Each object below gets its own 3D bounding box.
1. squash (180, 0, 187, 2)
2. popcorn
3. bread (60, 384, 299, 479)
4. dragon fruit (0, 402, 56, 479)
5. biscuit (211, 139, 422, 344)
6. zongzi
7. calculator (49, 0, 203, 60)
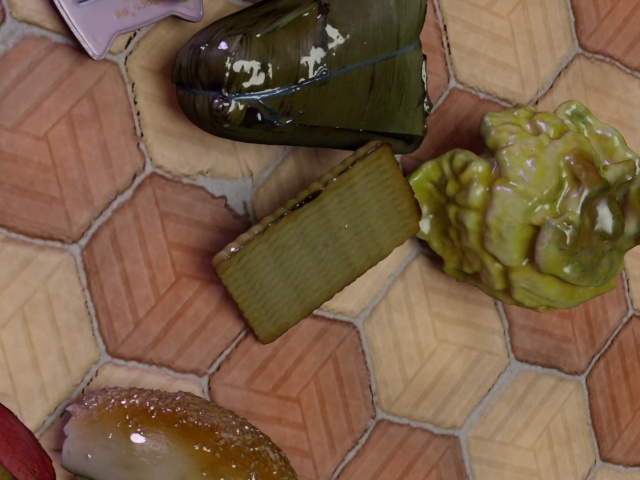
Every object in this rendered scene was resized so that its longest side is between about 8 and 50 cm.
[{"bbox_3d":[-0.159,-0.421,1.632,0.189,0.189,0.260,20,105,-33],"label":"squash"},{"bbox_3d":[0.275,-0.050,1.846,0.293,0.237,0.293,-5,99,-35],"label":"popcorn"},{"bbox_3d":[-0.128,0.269,1.622,0.314,0.192,0.171,37,74,-29],"label":"bread"},{"bbox_3d":[-0.402,0.267,1.394,0.296,0.295,0.302,-53,137,-19],"label":"dragon fruit"},{"bbox_3d":[0.000,0.000,1.721,0.254,0.029,0.172,-36,137,-7],"label":"biscuit"},{"bbox_3d":[-0.002,-0.284,1.669,0.323,0.160,0.361,1,105,-40],"label":"zongzi"},{"bbox_3d":[-0.247,-0.357,1.605,0.194,0.043,0.294,-27,103,-29],"label":"calculator"}]
